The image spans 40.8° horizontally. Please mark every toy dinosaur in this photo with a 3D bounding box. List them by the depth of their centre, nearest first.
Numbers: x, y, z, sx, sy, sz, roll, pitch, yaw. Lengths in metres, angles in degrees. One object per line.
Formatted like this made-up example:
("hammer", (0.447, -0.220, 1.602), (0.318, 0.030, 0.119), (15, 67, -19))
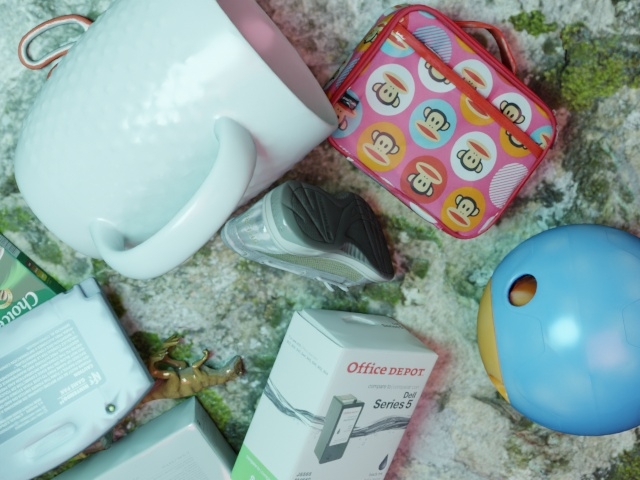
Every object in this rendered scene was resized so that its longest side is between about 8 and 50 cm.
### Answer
("toy dinosaur", (-0.217, 0.204, 1.236), (0.211, 0.064, 0.112), (-18, 110, -2))

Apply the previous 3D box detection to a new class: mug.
("mug", (-0.177, -0.110, 0.988), (0.328, 0.374, 0.276), (-38, 129, 14))

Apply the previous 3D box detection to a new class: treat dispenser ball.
("treat dispenser ball", (0.358, 0.121, 1.174), (0.288, 0.288, 0.288), (-2, 107, -7))

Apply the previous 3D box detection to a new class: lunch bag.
("lunch bag", (0.164, -0.171, 1.155), (0.293, 0.120, 0.258), (36, 95, -18))

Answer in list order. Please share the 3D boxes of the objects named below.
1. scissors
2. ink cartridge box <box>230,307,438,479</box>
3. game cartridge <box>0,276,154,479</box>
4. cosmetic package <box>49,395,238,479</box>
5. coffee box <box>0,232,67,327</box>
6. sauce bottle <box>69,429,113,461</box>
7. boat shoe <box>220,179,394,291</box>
("scissors", (-0.241, -0.274, 1.110), (0.297, 0.021, 0.109), (-26, 107, 2))
("ink cartridge box", (0.019, 0.246, 1.217), (0.198, 0.115, 0.273), (10, 108, -42))
("game cartridge", (-0.380, 0.204, 1.131), (0.294, 0.060, 0.196), (-30, 81, -5))
("cosmetic package", (-0.272, 0.447, 1.284), (0.377, 0.097, 0.284), (-30, 107, 2))
("coffee box", (-0.426, 0.078, 1.179), (0.113, 0.040, 0.184), (-42, 108, 4))
("sauce bottle", (-0.468, 0.285, 1.200), (0.344, 0.111, 0.111), (-16, 108, -3))
("boat shoe", (0.000, 0.002, 1.119), (0.103, 0.320, 0.118), (-21, 74, 25))
